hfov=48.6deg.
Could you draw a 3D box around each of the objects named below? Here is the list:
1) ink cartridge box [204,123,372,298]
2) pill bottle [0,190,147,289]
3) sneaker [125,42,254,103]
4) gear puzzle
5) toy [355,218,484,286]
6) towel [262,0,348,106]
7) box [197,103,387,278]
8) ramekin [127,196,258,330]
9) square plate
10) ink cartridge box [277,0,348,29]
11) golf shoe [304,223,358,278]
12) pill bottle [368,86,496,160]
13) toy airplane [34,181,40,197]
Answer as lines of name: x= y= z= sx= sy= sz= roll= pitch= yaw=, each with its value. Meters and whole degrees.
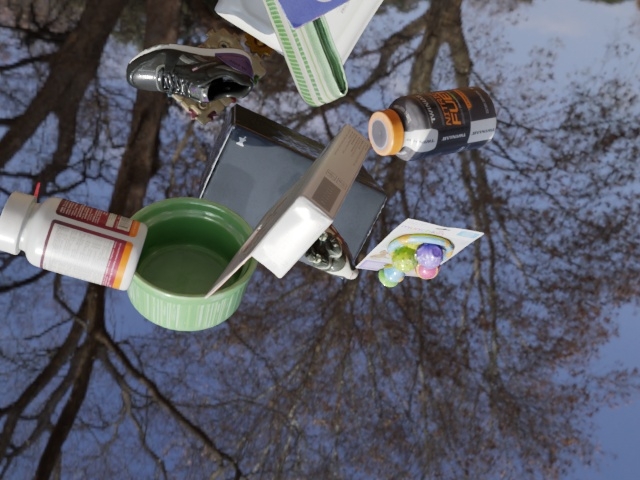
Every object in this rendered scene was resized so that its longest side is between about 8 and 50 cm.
ink cartridge box: x=-0.044 y=-0.037 z=1.165 sx=0.066 sy=0.261 sz=0.296 roll=39 pitch=-147 yaw=-7
pill bottle: x=-0.411 y=-0.002 z=1.180 sx=0.221 sy=0.121 sz=0.121 roll=18 pitch=-150 yaw=-14
sneaker: x=-0.288 y=-0.362 z=1.569 sx=0.283 sy=0.107 sz=0.124 roll=-6 pitch=-133 yaw=-7
gear puzzle: x=-0.241 y=-0.432 z=1.767 sx=0.175 sy=0.044 sz=0.339 roll=45 pitch=-117 yaw=-3
toy: x=0.165 y=0.037 z=1.231 sx=0.137 sy=0.237 sz=0.056 roll=9 pitch=-110 yaw=-16
towel: x=-0.031 y=-0.346 z=1.181 sx=0.038 sy=0.248 sz=0.325 roll=-22 pitch=-171 yaw=-7
box: x=-0.105 y=-0.167 z=2.164 sx=0.480 sy=0.297 sz=0.472 roll=23 pitch=-168 yaw=-13
ramekin: x=-0.298 y=0.058 z=1.602 sx=0.303 sy=0.148 sz=0.303 roll=8 pitch=-135 yaw=-8
square plate: x=-0.030 y=-0.612 z=1.702 sx=0.344 sy=0.347 sz=0.049 roll=33 pitch=-167 yaw=-2
ink cartridge box: x=0.024 y=-0.504 z=0.933 sx=0.324 sy=0.330 sz=0.071 roll=-31 pitch=-173 yaw=-8
golf shoe: x=0.000 y=0.000 z=1.716 sx=0.120 sy=0.105 sz=0.273 roll=38 pitch=-165 yaw=-38
pill bottle: x=0.219 y=-0.231 z=1.420 sx=0.245 sy=0.130 sz=0.130 roll=-14 pitch=-139 yaw=-26
toy airplane: x=-0.680 y=-0.067 z=1.663 sx=0.028 sy=0.151 sz=0.151 roll=11 pitch=-149 yaw=-18
